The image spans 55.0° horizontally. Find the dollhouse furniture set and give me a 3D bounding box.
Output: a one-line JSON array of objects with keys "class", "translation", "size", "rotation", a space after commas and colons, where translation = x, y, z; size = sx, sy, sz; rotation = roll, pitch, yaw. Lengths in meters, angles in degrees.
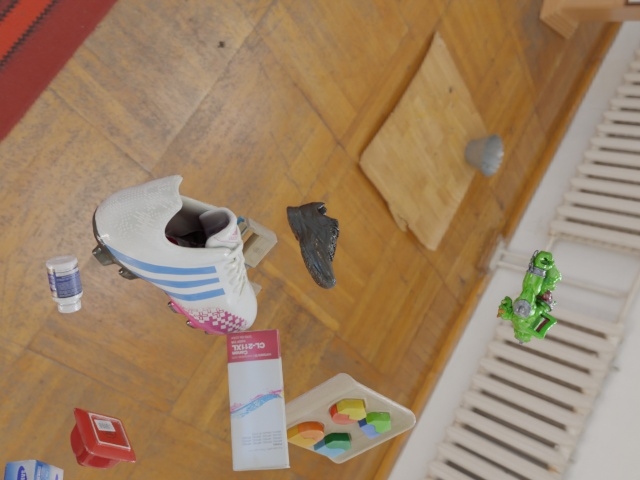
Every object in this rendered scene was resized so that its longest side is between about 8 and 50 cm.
[{"class": "dollhouse furniture set", "translation": [-0.169, 0.027, 1.384], "size": [0.129, 0.129, 0.183], "rotation": [31, 112, -30]}]

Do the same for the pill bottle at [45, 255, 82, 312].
[{"class": "pill bottle", "translation": [-0.577, 0.100, 1.391], "size": [0.067, 0.067, 0.120], "rotation": [-21, 116, -43]}]

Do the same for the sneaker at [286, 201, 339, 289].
[{"class": "sneaker", "translation": [0.000, 0.000, 1.670], "size": [0.130, 0.286, 0.109], "rotation": [-19, 148, -3]}]

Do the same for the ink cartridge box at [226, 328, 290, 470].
[{"class": "ink cartridge box", "translation": [-0.086, 0.221, 0.837], "size": [0.127, 0.072, 0.175], "rotation": [104, -19, -68]}]

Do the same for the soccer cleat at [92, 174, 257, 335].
[{"class": "soccer cleat", "translation": [-0.142, 0.032, 0.795], "size": [0.331, 0.143, 0.116], "rotation": [46, 24, -54]}]

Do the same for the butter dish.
[{"class": "butter dish", "translation": [-0.574, 0.525, 1.564], "size": [0.118, 0.160, 0.160], "rotation": [-48, 137, 6]}]

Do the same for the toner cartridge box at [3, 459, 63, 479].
[{"class": "toner cartridge box", "translation": [-0.682, 0.706, 1.432], "size": [0.165, 0.075, 0.347], "rotation": [87, -4, -62]}]

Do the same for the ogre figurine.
[{"class": "ogre figurine", "translation": [0.380, 0.109, 1.095], "size": [0.118, 0.097, 0.197], "rotation": [-55, 167, -20]}]

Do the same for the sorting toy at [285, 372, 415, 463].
[{"class": "sorting toy", "translation": [0.035, 0.317, 1.053], "size": [0.193, 0.038, 0.208], "rotation": [-34, 129, 22]}]
